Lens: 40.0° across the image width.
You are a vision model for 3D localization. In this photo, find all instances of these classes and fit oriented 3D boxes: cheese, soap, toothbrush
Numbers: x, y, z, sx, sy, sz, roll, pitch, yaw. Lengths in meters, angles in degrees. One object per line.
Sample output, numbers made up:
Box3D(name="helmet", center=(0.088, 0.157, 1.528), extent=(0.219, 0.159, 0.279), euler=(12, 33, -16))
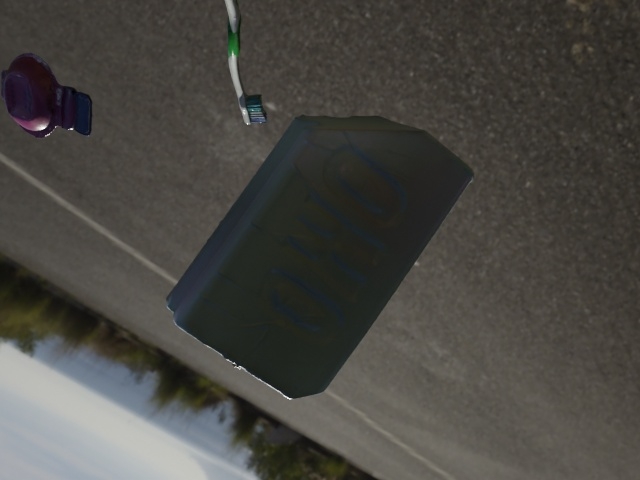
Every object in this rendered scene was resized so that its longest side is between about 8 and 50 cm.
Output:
Box3D(name="cheese", center=(-0.495, -0.253, 1.583), extent=(0.244, 0.155, 0.062), euler=(21, -153, 29))
Box3D(name="soap", center=(0.000, 0.000, 0.872), extent=(0.173, 0.289, 0.095), euler=(36, 177, -18))
Box3D(name="toothbrush", center=(-0.135, -0.319, 1.334), extent=(0.040, 0.042, 0.418), euler=(-3, 146, 6))
